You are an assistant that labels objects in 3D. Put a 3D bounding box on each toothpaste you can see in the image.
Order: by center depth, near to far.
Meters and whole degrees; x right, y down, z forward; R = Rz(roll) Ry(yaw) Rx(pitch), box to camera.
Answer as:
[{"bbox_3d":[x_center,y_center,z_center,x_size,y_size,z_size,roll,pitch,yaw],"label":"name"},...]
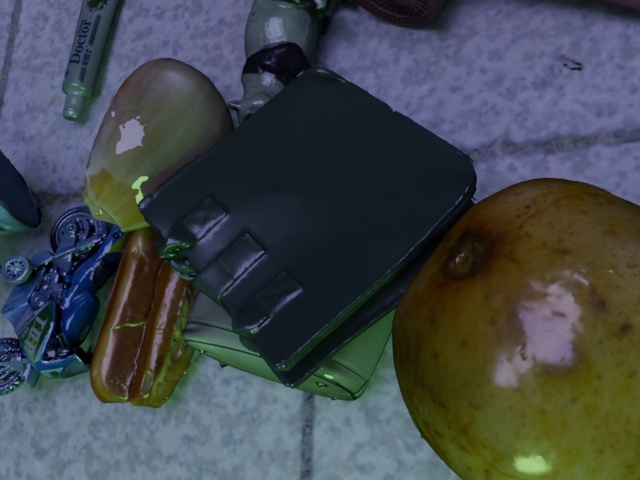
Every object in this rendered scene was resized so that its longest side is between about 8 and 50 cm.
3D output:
[{"bbox_3d":[-0.317,-0.282,0.954,0.067,0.037,0.256,1,71,21],"label":"toothpaste"}]

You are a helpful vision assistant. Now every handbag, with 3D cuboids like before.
[{"bbox_3d":[-0.012,-0.023,0.649,0.260,0.079,0.247,-40,55,-10],"label":"handbag"},{"bbox_3d":[0.000,0.000,0.738,0.241,0.109,0.316,12,65,22],"label":"handbag"}]

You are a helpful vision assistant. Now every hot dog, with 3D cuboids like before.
[{"bbox_3d":[-0.176,0.056,0.774,0.115,0.072,0.269,10,76,24],"label":"hot dog"}]

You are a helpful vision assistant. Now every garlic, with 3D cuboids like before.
[{"bbox_3d":[-0.178,-0.121,0.775,0.164,0.145,0.245,-28,31,29],"label":"garlic"}]

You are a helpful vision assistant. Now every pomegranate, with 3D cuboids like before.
[{"bbox_3d":[0.187,0.089,0.538,0.260,0.260,0.261,-6,72,19],"label":"pomegranate"}]

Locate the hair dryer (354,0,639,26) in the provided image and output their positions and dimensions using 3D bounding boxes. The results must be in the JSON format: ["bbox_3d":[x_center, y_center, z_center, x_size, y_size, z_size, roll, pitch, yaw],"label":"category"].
[{"bbox_3d":[0.219,-0.321,0.731,0.352,0.125,0.211,21,81,15],"label":"hair dryer"}]

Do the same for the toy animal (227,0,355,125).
[{"bbox_3d":[-0.038,-0.219,0.794,0.121,0.094,0.225,5,77,24],"label":"toy animal"}]

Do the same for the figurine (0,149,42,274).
[{"bbox_3d":[-0.538,0.032,0.831,0.388,0.248,0.276,-36,37,-6],"label":"figurine"}]

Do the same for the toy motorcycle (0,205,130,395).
[{"bbox_3d":[-0.300,0.072,0.811,0.135,0.092,0.255,18,72,15],"label":"toy motorcycle"}]
